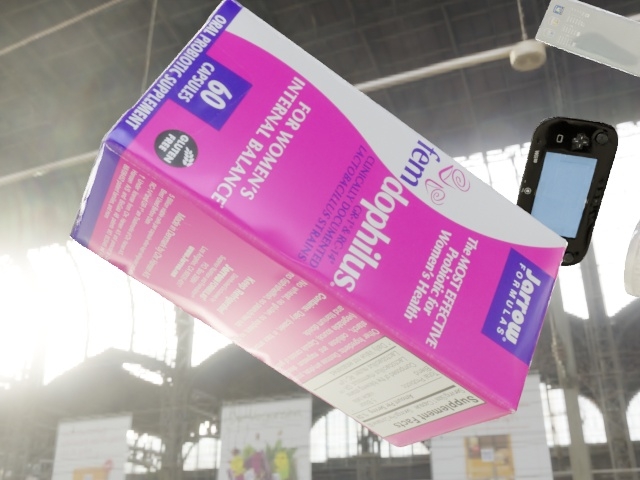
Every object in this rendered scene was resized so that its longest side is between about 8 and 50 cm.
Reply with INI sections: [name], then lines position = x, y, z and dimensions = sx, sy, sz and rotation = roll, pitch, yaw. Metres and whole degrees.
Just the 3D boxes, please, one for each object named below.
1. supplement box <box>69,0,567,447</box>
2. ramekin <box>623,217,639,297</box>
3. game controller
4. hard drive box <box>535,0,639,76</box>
[supplement box]
position = 0.000, 0.000, 0.377
dimensions = 0.220, 0.111, 0.114
rotation = 34, -33, -9
[ramekin]
position = 0.765, 0.036, 1.585
dimensions = 0.109, 0.207, 0.207
rotation = 16, -12, 38
[game controller]
position = 0.492, -0.096, 1.465
dimensions = 0.167, 0.067, 0.319
rotation = 6, -65, -2
[hard drive box]
position = 0.551, -0.390, 1.374
dimensions = 0.232, 0.089, 0.181
rotation = 26, 23, 17
